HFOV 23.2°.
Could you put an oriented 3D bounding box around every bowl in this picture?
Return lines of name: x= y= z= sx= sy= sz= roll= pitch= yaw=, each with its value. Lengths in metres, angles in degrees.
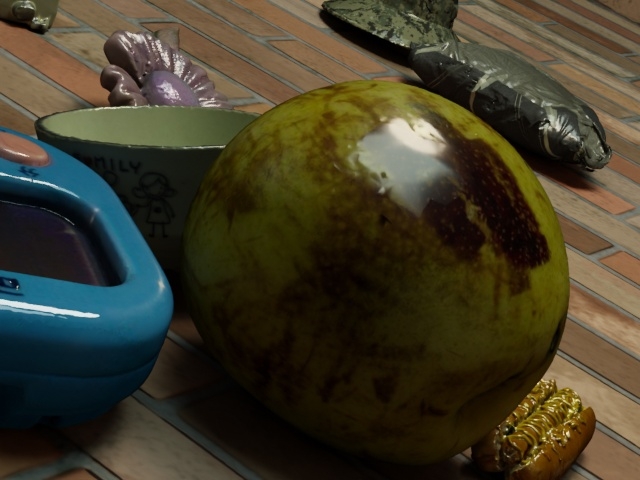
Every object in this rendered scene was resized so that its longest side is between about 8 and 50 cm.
bowl: x=-0.126 y=-0.043 z=1.266 sx=0.211 sy=0.112 sz=0.211 roll=2 pitch=12 yaw=-1

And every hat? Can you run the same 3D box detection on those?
hat: x=0.138 y=-0.358 z=2.326 sx=0.265 sy=0.128 sz=0.265 roll=22 pitch=11 yaw=-4

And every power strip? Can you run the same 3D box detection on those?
power strip: x=-0.375 y=-0.320 z=1.836 sx=0.080 sy=0.048 sz=0.286 roll=12 pitch=21 yaw=-29

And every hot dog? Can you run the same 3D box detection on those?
hot dog: x=0.172 y=0.153 z=1.229 sx=0.071 sy=0.045 sz=0.165 roll=28 pitch=22 yaw=19

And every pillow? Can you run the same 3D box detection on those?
pillow: x=0.260 y=-0.186 z=2.094 sx=0.161 sy=0.093 sz=0.335 roll=-5 pitch=34 yaw=-46

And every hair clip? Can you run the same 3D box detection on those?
hair clip: x=-0.158 y=-0.163 z=1.612 sx=0.173 sy=0.069 sz=0.300 roll=33 pitch=14 yaw=-22

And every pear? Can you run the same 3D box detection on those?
pear: x=0.042 y=0.022 z=1.118 sx=0.283 sy=0.284 sz=0.283 roll=20 pitch=21 yaw=-8

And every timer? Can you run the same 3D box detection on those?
timer: x=-0.281 y=0.005 z=1.027 sx=0.340 sy=0.115 sz=0.309 roll=10 pitch=23 yaw=-30
